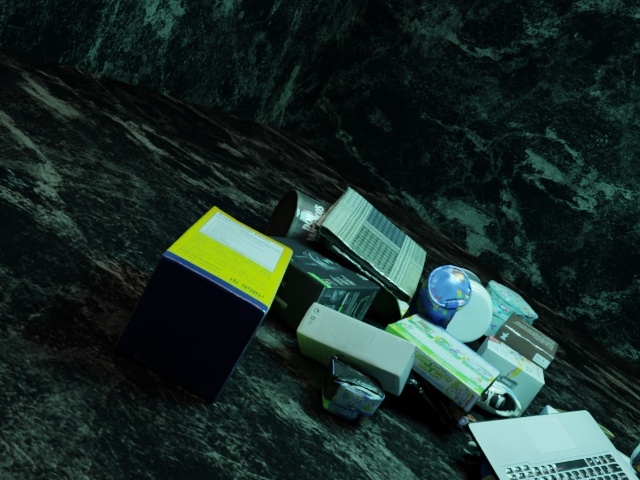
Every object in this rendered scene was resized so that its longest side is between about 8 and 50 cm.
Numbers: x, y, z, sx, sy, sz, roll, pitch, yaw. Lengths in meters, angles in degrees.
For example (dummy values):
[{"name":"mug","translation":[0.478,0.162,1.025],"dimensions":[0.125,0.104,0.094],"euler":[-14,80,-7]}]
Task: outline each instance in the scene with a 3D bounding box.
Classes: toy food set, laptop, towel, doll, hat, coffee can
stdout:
[{"name":"toy food set","translation":[0.332,0.406,1.532],"dimensions":[0.122,0.019,0.078],"euler":[33,14,-31]},{"name":"laptop","translation":[0.569,0.443,1.260],"dimensions":[0.381,0.236,0.408],"euler":[4,39,-31]},{"name":"towel","translation":[0.143,0.010,1.797],"dimensions":[0.312,0.056,0.324],"euler":[40,27,-2]},{"name":"laptop","translation":[0.153,0.322,1.521],"dimensions":[0.264,0.136,0.234],"euler":[52,7,-24]},{"name":"doll","translation":[0.363,0.467,1.385],"dimensions":[0.129,0.046,0.189],"euler":[33,16,7]},{"name":"hat","translation":[0.112,0.181,1.864],"dimensions":[0.209,0.183,0.173],"euler":[80,-16,-49]},{"name":"coffee can","translation":[0.000,0.000,1.897],"dimensions":[0.275,0.202,0.201],"euler":[24,16,-22]}]

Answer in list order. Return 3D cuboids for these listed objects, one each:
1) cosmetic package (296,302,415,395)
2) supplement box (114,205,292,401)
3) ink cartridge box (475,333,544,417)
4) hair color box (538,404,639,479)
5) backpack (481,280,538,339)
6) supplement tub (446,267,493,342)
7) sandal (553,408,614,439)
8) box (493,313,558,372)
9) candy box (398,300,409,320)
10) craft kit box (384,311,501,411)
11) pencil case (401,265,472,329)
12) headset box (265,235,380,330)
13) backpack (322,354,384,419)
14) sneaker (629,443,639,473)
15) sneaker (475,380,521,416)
[{"name":"cosmetic package","translation":[0.073,0.225,1.366],"dimensions":[0.231,0.086,0.117],"euler":[22,-28,19]},{"name":"supplement box","translation":[-0.197,0.100,1.227],"dimensions":[0.194,0.195,0.356],"euler":[30,16,-3]},{"name":"ink cartridge box","translation":[0.499,0.369,1.797],"dimensions":[0.176,0.127,0.128],"euler":[34,15,9]},{"name":"hair color box","translation":[0.661,0.559,1.524],"dimensions":[0.374,0.114,0.185],"euler":[32,16,10]},{"name":"backpack","translation":[0.598,0.253,2.268],"dimensions":[0.253,0.191,0.225],"euler":[21,18,-15]},{"name":"supplement tub","translation":[0.428,0.198,2.049],"dimensions":[0.191,0.191,0.272],"euler":[31,10,1]},{"name":"sandal","translation":[0.749,0.537,1.898],"dimensions":[0.180,0.049,0.072],"euler":[17,8,6]},{"name":"box","translation":[0.581,0.343,1.957],"dimensions":[0.168,0.167,0.203],"euler":[36,16,19]},{"name":"candy box","translation":[0.277,0.241,1.979],"dimensions":[0.105,0.027,0.206],"euler":[16,21,-50]},{"name":"craft kit box","translation":[0.285,0.274,1.544],"dimensions":[0.249,0.061,0.246],"euler":[37,13,21]},{"name":"pencil case","translation":[0.304,0.185,1.759],"dimensions":[0.119,0.306,0.133],"euler":[-5,62,-10]},{"name":"headset box","translation":[-0.038,0.104,1.615],"dimensions":[0.246,0.131,0.283],"euler":[35,16,31]},{"name":"backpack","translation":[0.061,0.296,1.291],"dimensions":[0.114,0.084,0.105],"euler":[23,17,-8]},{"name":"sneaker","translation":[0.844,0.541,1.471],"dimensions":[0.321,0.125,0.180],"euler":[23,16,-28]},{"name":"sneaker","translation":[0.409,0.381,1.659],"dimensions":[0.237,0.085,0.086],"euler":[25,-2,-24]}]
